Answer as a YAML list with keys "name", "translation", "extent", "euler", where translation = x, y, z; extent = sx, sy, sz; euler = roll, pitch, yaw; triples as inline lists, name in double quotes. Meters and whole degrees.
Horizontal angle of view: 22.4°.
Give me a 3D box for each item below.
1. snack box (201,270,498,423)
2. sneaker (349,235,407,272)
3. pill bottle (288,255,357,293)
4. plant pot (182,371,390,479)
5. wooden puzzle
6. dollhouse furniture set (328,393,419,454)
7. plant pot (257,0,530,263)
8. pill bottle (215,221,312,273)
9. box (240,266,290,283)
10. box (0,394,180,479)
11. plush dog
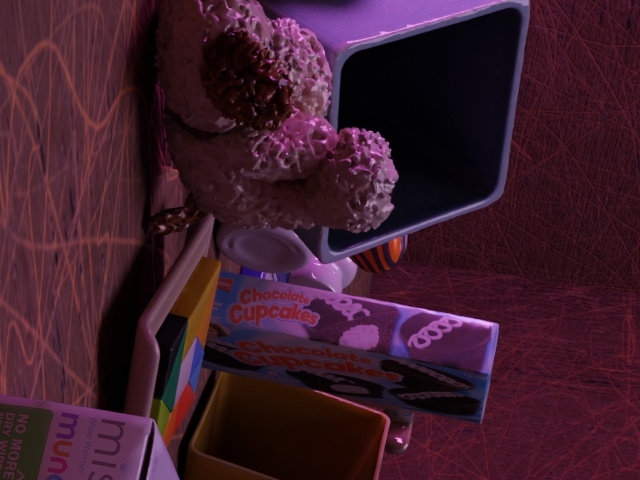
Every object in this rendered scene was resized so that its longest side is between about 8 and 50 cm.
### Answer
- name: "snack box"
  translation: [0.016, 0.109, 1.653]
  extent: [0.187, 0.322, 0.060]
  euler: [82, 20, -68]
- name: "sneaker"
  translation: [0.000, -0.065, 2.078]
  extent: [0.321, 0.125, 0.180]
  euler: [62, 31, -21]
- name: "pill bottle"
  translation: [0.000, 0.000, 2.346]
  extent: [0.124, 0.124, 0.221]
  euler: [91, 10, -50]
- name: "plant pot"
  translation: [-0.057, 0.297, 1.883]
  extent: [0.212, 0.212, 0.187]
  euler: [-70, 180, -65]
- name: "wooden puzzle"
  translation: [-0.135, 0.112, 1.443]
  extent: [0.238, 0.044, 0.221]
  euler: [-74, 177, -59]
- name: "dollhouse furniture set"
  translation: [0.016, 0.212, 2.202]
  extent: [0.212, 0.242, 0.161]
  euler: [91, 10, -49]
- name: "plant pot"
  translation: [0.033, -0.167, 1.687]
  extent: [0.252, 0.248, 0.247]
  euler: [39, -43, 41]
- name: "pill bottle"
  translation: [-0.048, -0.067, 1.837]
  extent: [0.112, 0.112, 0.186]
  euler: [88, 12, -61]
- name: "box"
  translation: [-0.073, 0.056, 2.091]
  extent: [0.136, 0.037, 0.225]
  euler: [82, 18, -52]
- name: "box"
  translation: [-0.170, 0.260, 1.017]
  extent: [0.231, 0.127, 0.262]
  euler: [83, 16, -66]
- name: "plush dog"
  translation: [-0.076, -0.124, 1.370]
  extent: [0.262, 0.211, 0.225]
  euler: [-119, -171, -47]
